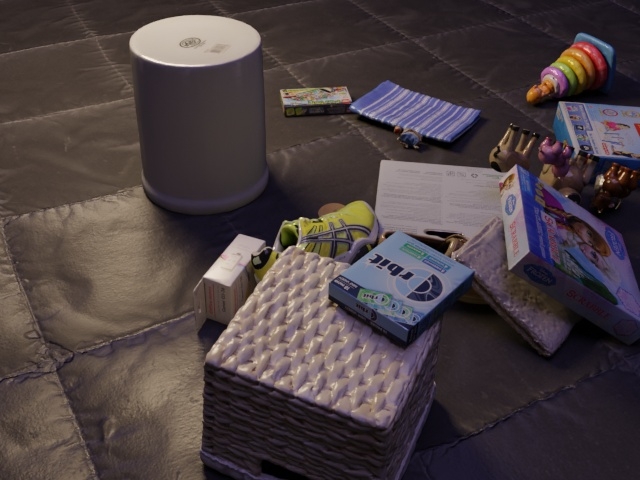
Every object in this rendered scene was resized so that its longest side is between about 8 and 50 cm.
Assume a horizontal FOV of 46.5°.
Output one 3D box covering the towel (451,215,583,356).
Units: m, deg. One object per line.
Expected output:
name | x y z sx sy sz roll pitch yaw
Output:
towel | 0.409 0.090 1.526 0.282 0.049 0.187 47 54 9

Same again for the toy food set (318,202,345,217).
toy food set | 0.036 -0.064 1.811 0.083 0.020 0.082 0 38 -2

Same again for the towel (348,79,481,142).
towel | 0.281 -0.386 2.208 0.336 0.040 0.243 23 38 24

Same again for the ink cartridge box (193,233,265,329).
ink cartridge box | -0.183 0.092 1.523 0.067 0.115 0.198 16 41 17

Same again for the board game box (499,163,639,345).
board game box | 0.525 0.021 1.565 0.318 0.066 0.318 30 36 -15

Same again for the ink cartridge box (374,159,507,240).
ink cartridge box | 0.293 -0.069 1.792 0.324 0.071 0.330 6 41 5

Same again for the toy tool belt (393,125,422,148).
toy tool belt | 0.242 -0.287 2.080 0.083 0.052 0.051 25 46 -3

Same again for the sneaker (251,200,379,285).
sneaker | 0.000 0.000 1.592 0.145 0.147 0.384 -14 21 40

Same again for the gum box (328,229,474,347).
gum box | 0.130 0.071 1.194 0.157 0.041 0.184 31 47 30

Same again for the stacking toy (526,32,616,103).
stacking toy | 0.760 -0.506 2.335 0.302 0.175 0.166 -30 46 -16

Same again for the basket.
basket | 0.007 0.232 1.232 0.328 0.266 0.331 17 42 17

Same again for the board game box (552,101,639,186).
board game box | 0.823 -0.267 2.055 0.302 0.086 0.308 5 38 4

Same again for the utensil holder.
utensil holder | -0.293 -0.311 1.820 0.327 0.385 0.327 1 37 -1

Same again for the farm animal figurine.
farm animal figurine | 0.572 -0.145 1.792 0.330 0.172 0.327 25 14 15

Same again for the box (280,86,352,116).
box | -0.013 -0.421 2.257 0.207 0.036 0.114 -5 38 -9

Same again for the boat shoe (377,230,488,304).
boat shoe | 0.288 0.051 1.596 0.341 0.110 0.121 7 38 2
